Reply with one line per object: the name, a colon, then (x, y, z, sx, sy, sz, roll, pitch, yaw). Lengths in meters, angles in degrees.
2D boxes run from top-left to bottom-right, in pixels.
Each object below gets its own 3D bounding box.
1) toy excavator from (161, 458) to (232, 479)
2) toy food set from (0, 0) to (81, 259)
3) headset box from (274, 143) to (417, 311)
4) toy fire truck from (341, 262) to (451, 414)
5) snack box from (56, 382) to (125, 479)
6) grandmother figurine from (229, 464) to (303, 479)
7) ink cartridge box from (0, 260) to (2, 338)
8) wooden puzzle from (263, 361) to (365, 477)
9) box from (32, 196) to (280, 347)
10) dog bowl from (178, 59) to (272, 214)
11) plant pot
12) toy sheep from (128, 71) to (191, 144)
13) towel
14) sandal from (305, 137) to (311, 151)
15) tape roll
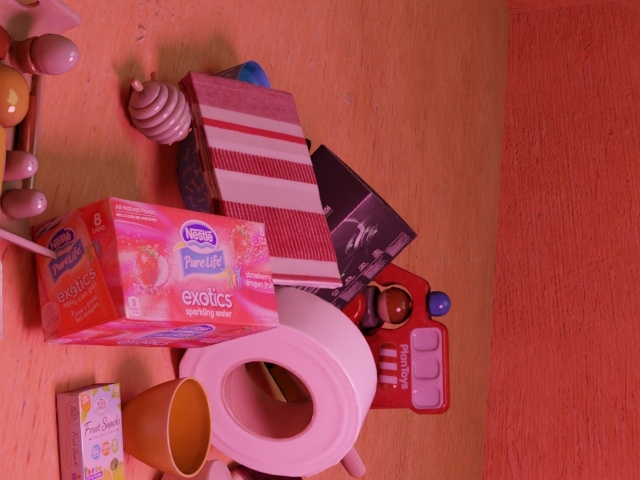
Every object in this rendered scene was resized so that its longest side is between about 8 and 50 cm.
toy excavator: (-0.137, 0.599, 1.747, 0.445, 0.222, 0.433, -92, 164, -46)
toy food set: (-0.349, -0.149, 1.381, 0.220, 0.092, 0.306, 33, 56, -65)
headset box: (0.000, 0.000, 2.059, 0.131, 0.246, 0.283, 47, 5, 25)
toy fire truck: (0.132, 0.187, 2.388, 0.169, 0.254, 0.302, 27, 62, -67)
snack box: (-0.290, 0.257, 1.557, 0.100, 0.037, 0.141, -4, 91, -70)
grandmother figurine: (-0.080, 0.434, 1.982, 0.208, 0.104, 0.342, 41, 37, -30)
ink cartridge box: (-0.395, 0.062, 1.277, 0.135, 0.056, 0.099, 10, 78, -69)
wooden puzzle: (-0.031, 0.268, 2.028, 0.238, 0.044, 0.221, 39, -20, 54)
box: (-0.202, 0.047, 1.556, 0.300, 0.142, 0.154, 10, 67, -54)
dog bowl: (-0.148, -0.154, 1.947, 0.166, 0.074, 0.297, 65, 29, -45)
plant pot: (-0.219, 0.253, 1.666, 0.134, 0.095, 0.134, -3, 90, -70)
toy sheep: (-0.229, -0.185, 1.725, 0.132, 0.091, 0.091, 43, 46, -43)
towel: (-0.086, -0.086, 1.828, 0.237, 0.037, 0.329, 6, 64, -49)
sandal: (-0.082, -0.103, 2.026, 0.040, 0.179, 0.067, 41, 12, -18)
tape roll: (-0.062, 0.212, 1.823, 0.100, 0.286, 0.286, -60, 142, -57)
